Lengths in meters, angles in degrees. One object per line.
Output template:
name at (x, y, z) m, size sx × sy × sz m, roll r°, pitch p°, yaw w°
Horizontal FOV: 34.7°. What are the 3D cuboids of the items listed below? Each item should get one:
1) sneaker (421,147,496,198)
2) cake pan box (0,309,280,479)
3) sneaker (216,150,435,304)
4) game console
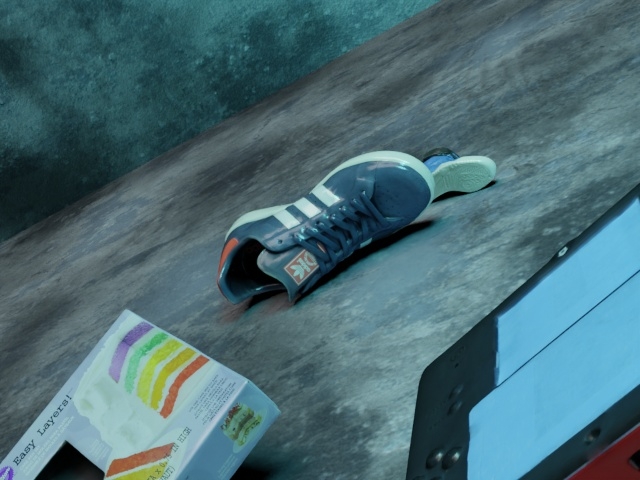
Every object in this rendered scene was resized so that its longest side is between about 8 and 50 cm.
sneaker at (0.191, -0.105, 1.455) m, size 0.152 × 0.058 × 0.084 m, roll -22°, pitch 28°, yaw 44°
cake pan box at (-0.205, 0.222, 1.057) m, size 0.246 × 0.070 × 0.267 m, roll 22°, pitch 69°, yaw 49°
sneaker at (0.000, 0.000, 1.407) m, size 0.350 × 0.131 × 0.148 m, roll -26°, pitch 26°, yaw 32°
game console at (0.209, 0.077, 0.799) m, size 0.386 × 0.060 × 0.342 m, roll -44°, pitch 14°, yaw 22°
